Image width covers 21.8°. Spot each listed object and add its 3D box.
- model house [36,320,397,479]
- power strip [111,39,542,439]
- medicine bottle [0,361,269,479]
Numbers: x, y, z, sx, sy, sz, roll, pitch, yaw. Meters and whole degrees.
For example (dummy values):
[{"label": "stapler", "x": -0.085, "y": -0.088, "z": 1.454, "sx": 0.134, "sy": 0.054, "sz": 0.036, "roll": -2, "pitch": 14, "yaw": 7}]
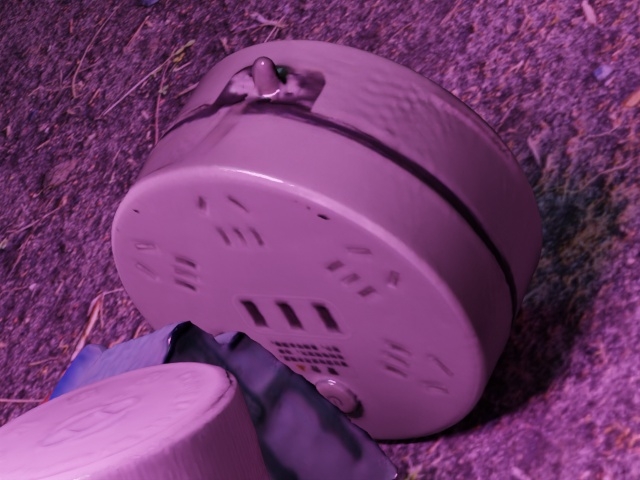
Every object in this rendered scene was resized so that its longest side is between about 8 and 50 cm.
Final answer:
[{"label": "model house", "x": -0.144, "y": 0.233, "z": 1.302, "sx": 0.329, "sy": 0.295, "sz": 0.251, "roll": -11, "pitch": 44, "yaw": 48}, {"label": "power strip", "x": 0.000, "y": 0.000, "z": 1.373, "sx": 0.357, "sy": 0.357, "sz": 0.161, "roll": -8, "pitch": 41, "yaw": 42}, {"label": "medicine bottle", "x": -0.090, "y": 0.257, "z": 1.010, "sx": 0.190, "sy": 0.332, "sz": 0.190, "roll": -17, "pitch": 8, "yaw": 2}]
